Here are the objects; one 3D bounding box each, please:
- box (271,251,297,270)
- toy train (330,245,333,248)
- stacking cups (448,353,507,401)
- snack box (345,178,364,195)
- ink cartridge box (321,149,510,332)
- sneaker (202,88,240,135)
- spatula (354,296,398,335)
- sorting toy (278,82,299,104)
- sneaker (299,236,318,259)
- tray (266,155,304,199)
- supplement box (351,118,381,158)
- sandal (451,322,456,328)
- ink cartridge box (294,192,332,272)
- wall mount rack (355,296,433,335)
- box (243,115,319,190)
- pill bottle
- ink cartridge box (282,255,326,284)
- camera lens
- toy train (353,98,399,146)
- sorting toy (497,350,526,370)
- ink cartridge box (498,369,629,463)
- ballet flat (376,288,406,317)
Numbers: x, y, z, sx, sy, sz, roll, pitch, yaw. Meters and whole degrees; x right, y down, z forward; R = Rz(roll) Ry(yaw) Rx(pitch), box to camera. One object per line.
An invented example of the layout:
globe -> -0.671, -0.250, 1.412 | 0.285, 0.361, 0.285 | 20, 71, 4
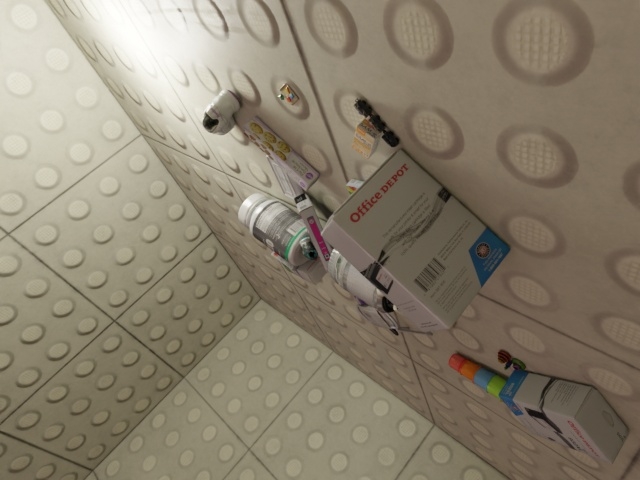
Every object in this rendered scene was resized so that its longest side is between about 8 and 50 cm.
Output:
box -> -0.127, 0.030, 2.113 | 0.145, 0.186, 0.038 | 33, 178, 27
toy train -> 0.142, 0.084, 1.836 | 0.248, 0.105, 0.143 | 50, 170, -17
stacking cups -> 0.657, 0.552, 1.781 | 0.316, 0.096, 0.096 | 27, 154, 44
snack box -> 0.156, -0.140, 1.429 | 0.141, 0.037, 0.100 | 21, 152, 47
ink cartridge box -> 0.242, 0.002, 1.180 | 0.395, 0.285, 0.166 | 44, 161, 3
sneaker -> -0.401, -0.465, 1.695 | 0.114, 0.152, 0.305 | 44, 162, -7
spatula -> 0.279, 0.373, 2.242 | 0.296, 0.030, 0.084 | 40, 158, 13
sorting toy -> -0.102, -0.441, 1.363 | 0.062, 0.012, 0.083 | 49, 160, -14
sneaker -> -0.042, 0.055, 1.895 | 0.076, 0.065, 0.166 | 62, -178, 30
tray -> -0.143, -0.254, 1.799 | 0.145, 0.030, 0.270 | 28, 155, 36
supplement box -> 0.125, -0.276, 1.216 | 0.062, 0.036, 0.098 | 39, 160, 12
sandal -> 0.420, 0.315, 1.774 | 0.240, 0.079, 0.088 | 14, 145, 55
ink cartridge box -> 0.000, 0.000, 1.799 | 0.370, 0.069, 0.175 | 63, -179, -24
wall mount rack -> 0.310, 0.334, 1.961 | 0.304, 0.130, 0.350 | 50, 164, -9
box -> -0.144, -0.317, 1.621 | 0.324, 0.067, 0.063 | 44, 161, 4
pill bottle -> -0.190, -0.059, 2.027 | 0.361, 0.204, 0.204 | 35, 158, 26
ink cartridge box -> -0.060, 0.103, 2.163 | 0.220, 0.160, 0.092 | 24, 155, 45
camera lens -> 0.192, 0.114, 1.602 | 0.274, 0.219, 0.219 | 29, 155, 37
toy train -> 0.143, -0.302, 1.147 | 0.158, 0.027, 0.036 | 46, 171, -8
sorting toy -> 0.672, 0.438, 1.585 | 0.102, 0.042, 0.061 | 33, 158, 27
ink cartridge box -> 0.798, 0.574, 1.485 | 0.223, 0.129, 0.307 | 49, 160, -11
ballet flat -> 0.252, 0.156, 1.376 | 0.342, 0.124, 0.116 | 45, 160, -8
